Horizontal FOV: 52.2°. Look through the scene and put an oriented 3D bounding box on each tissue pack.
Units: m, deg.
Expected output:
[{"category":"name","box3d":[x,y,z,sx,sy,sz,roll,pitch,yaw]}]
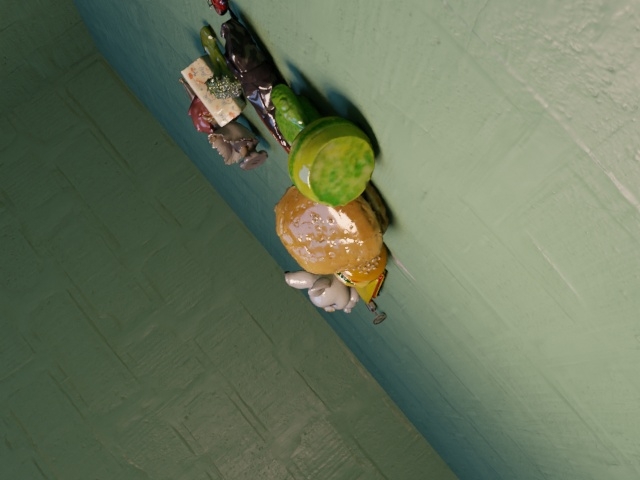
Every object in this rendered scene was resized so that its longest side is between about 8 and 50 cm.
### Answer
[{"category":"tissue pack","box3d":[-0.312,-0.444,1.935,0.196,0.092,0.148,52,-168,-14]}]

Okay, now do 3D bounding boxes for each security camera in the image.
[{"category":"security camera","box3d":[0.192,0.255,2.385,0.092,0.058,0.058,54,172,32]}]

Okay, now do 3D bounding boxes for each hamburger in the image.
[{"category":"hamburger","box3d":[0.105,0.050,1.803,0.162,0.162,0.115,49,165,7]},{"category":"hamburger","box3d":[0.020,-0.040,1.602,0.259,0.145,0.283,49,139,-15]}]

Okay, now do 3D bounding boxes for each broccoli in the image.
[{"category":"broccoli","box3d":[-0.282,-0.484,1.790,0.118,0.122,0.204,-19,95,34]}]

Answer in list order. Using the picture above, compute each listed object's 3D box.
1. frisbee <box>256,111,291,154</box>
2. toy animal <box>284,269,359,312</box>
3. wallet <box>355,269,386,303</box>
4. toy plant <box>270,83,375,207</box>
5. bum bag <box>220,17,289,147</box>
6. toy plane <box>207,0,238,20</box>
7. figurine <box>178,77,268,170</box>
[{"category":"frisbee","box3d":[-0.100,-0.284,1.818,0.251,0.021,0.251,49,175,6]},{"category":"toy animal","box3d":[0.028,0.162,2.257,0.208,0.154,0.325,22,176,43]},{"category":"wallet","box3d":[0.144,0.101,2.065,0.141,0.067,0.241,53,165,16]},{"category":"toy plant","box3d":[-0.022,-0.222,1.442,0.224,0.184,0.316,56,177,-40]},{"category":"bum bag","box3d":[-0.138,-0.369,1.561,0.144,0.095,0.341,-96,-20,-50]},{"category":"toy plane","box3d":[-0.237,-0.565,1.502,0.060,0.037,0.145,40,166,30]},{"category":"figurine","box3d":[-0.317,-0.392,2.111,0.387,0.166,0.207,53,-146,14]}]
